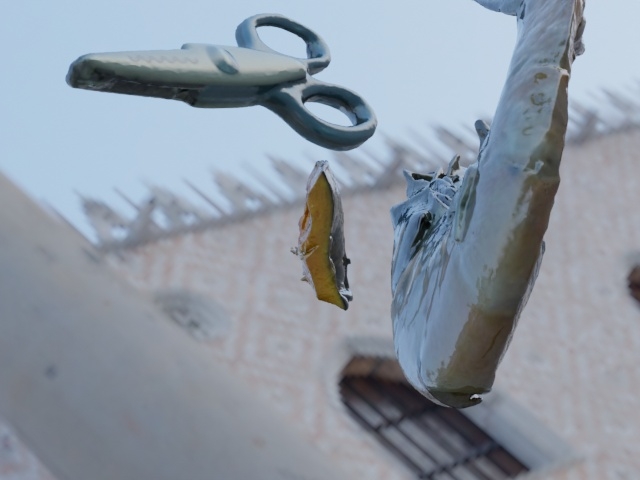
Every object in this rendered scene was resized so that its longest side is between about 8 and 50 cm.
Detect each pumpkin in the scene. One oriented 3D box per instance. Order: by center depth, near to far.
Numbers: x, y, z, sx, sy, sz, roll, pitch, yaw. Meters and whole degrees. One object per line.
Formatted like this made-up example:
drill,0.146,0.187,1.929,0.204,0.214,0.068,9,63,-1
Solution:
pumpkin,0.000,-0.002,1.213,0.073,0.035,0.101,-59,-39,-78

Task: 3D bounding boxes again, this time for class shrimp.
shrimp,0.072,-0.040,0.800,0.289,0.075,0.178,-52,-20,-74

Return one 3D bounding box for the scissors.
scissors,-0.074,-0.121,1.399,0.289,0.138,0.041,-4,-34,-47
